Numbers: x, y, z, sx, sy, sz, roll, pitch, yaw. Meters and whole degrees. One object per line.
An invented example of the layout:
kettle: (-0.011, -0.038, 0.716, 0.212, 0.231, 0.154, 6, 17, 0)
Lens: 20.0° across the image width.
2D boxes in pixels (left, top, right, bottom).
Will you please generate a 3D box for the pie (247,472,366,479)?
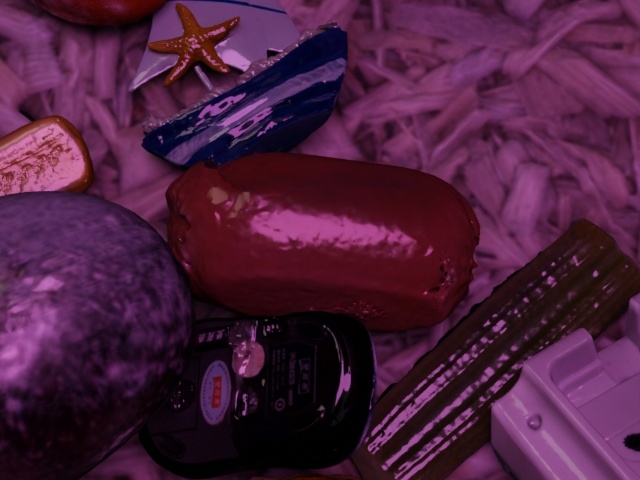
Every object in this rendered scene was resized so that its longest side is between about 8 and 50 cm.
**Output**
pie: (0.008, 0.339, 1.498, 0.315, 0.092, 0.315, 3, 71, -10)

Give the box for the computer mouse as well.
computer mouse: (-0.046, 0.133, 1.530, 0.233, 0.096, 0.137, -7, 74, 32)

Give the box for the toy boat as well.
toy boat: (-0.107, -0.196, 1.700, 0.220, 0.067, 0.291, -29, 63, -11)

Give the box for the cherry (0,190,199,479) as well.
cherry: (-0.245, 0.082, 1.487, 0.296, 0.218, 0.255, -30, 43, -11)

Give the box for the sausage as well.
sausage: (0.000, 0.000, 1.580, 0.279, 0.152, 0.152, 8, 70, -3)

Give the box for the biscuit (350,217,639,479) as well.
biscuit: (0.156, 0.106, 1.617, 0.322, 0.038, 0.099, -40, 82, -17)

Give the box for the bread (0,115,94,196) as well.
bread: (-0.260, -0.058, 1.625, 0.115, 0.056, 0.082, -33, 87, -5)

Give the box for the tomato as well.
tomato: (-0.207, -0.276, 1.672, 0.159, 0.091, 0.139, 24, 70, 16)

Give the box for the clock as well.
clock: (0.305, 0.157, 1.528, 0.262, 0.116, 0.231, -29, 46, -13)
